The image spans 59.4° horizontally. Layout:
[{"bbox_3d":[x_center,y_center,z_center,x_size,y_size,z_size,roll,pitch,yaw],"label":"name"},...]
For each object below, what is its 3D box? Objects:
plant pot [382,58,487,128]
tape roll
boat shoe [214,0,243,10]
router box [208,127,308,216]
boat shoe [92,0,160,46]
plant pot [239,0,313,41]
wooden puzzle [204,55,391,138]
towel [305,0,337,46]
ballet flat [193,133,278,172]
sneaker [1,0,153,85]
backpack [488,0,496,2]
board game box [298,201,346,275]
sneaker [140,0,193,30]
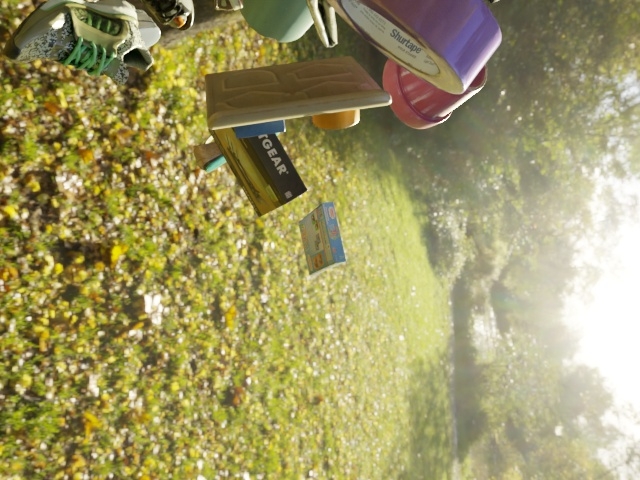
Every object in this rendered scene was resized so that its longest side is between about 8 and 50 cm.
[{"bbox_3d":[0.276,-0.381,1.308,0.201,0.180,0.201,4,82,-33],"label":"plant pot"},{"bbox_3d":[0.128,-0.335,0.832,0.090,0.275,0.275,-54,165,10],"label":"tape roll"},{"bbox_3d":[-0.280,-0.709,1.474,0.257,0.095,0.095,73,8,-59],"label":"boat shoe"},{"bbox_3d":[-0.184,-0.231,1.586,0.081,0.243,0.309,-33,96,-24],"label":"router box"},{"bbox_3d":[-0.713,-0.713,1.822,0.367,0.136,0.156,-24,75,-41],"label":"boat shoe"},{"bbox_3d":[-0.086,-0.818,1.738,0.341,0.334,0.341,10,67,-25],"label":"plant pot"},{"bbox_3d":[-0.059,-0.277,1.096,0.348,0.322,0.081,-111,-166,-60],"label":"wooden puzzle"},{"bbox_3d":[-0.038,-0.608,1.215,0.324,0.056,0.312,-28,97,-82],"label":"towel"},{"bbox_3d":[-0.282,-0.341,1.866,0.106,0.316,0.107,54,-26,9],"label":"ballet flat"},{"bbox_3d":[-0.509,-0.432,1.258,0.182,0.158,0.410,51,32,-7],"label":"sneaker"},{"bbox_3d":[0.412,-0.586,0.873,0.273,0.355,0.290,-86,159,-78],"label":"backpack"},{"bbox_3d":[0.000,0.000,1.522,0.211,0.039,0.160,149,-70,-67],"label":"board game box"},{"bbox_3d":[-0.288,-0.459,1.037,0.271,0.100,0.108,-74,144,-79],"label":"sneaker"}]
